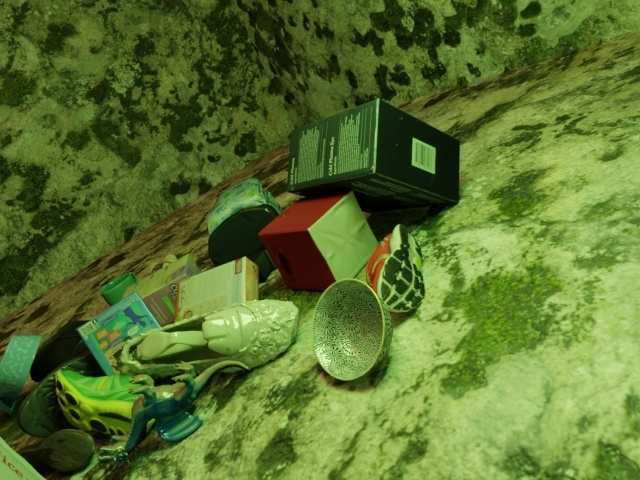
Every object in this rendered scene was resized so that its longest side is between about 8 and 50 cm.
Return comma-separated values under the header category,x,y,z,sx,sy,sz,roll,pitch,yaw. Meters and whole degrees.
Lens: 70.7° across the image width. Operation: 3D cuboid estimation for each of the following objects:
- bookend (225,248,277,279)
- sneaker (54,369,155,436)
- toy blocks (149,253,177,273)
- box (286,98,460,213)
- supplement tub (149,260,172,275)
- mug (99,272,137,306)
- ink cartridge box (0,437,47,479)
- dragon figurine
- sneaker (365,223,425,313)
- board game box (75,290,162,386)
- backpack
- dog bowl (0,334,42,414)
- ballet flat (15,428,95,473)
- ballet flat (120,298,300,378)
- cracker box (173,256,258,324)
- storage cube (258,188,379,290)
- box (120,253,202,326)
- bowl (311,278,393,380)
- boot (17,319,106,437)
category,x,y,z,sx,sy,sz,roll,pitch,yaw
bookend,-0.226,0.109,1.326,0.157,0.072,0.156,-18,23,24
sneaker,-0.460,0.346,0.983,0.296,0.109,0.123,9,17,24
toy blocks,-0.651,0.116,1.879,0.123,0.054,0.148,-32,21,-13
box,0.141,-0.197,1.192,0.343,0.178,0.313,11,-11,-42
supplement tub,-0.571,0.140,1.649,0.106,0.106,0.198,-29,20,-3
mug,-0.765,0.197,1.767,0.130,0.097,0.158,-5,30,48
ink cartridge box,-0.447,0.426,0.550,0.160,0.279,0.385,-37,21,-21
dragon figurine,-0.277,0.320,0.862,0.289,0.143,0.085,-14,13,-21
sneaker,0.144,0.075,0.942,0.118,0.107,0.279,-38,10,29
board game box,-0.457,0.253,1.091,0.160,0.210,0.047,-35,-12,-20
backpack,-0.266,-0.081,1.636,0.290,0.273,0.355,-31,7,11
dog bowl,-0.884,0.381,1.297,0.297,0.074,0.165,-48,34,33
ballet flat,-0.558,0.449,0.949,0.250,0.084,0.058,-24,-15,19
ballet flat,-0.245,0.215,0.953,0.409,0.146,0.147,-18,22,16
cracker box,-0.275,0.155,1.195,0.232,0.067,0.155,-20,52,21
storage cube,0.000,0.000,1.139,0.193,0.183,0.215,-3,31,48
box,-0.505,0.178,1.454,0.243,0.117,0.213,-30,20,-3
bowl,0.069,0.156,0.787,0.170,0.080,0.170,-16,67,44
boot,-0.710,0.356,1.243,0.445,0.146,0.367,-9,24,39
